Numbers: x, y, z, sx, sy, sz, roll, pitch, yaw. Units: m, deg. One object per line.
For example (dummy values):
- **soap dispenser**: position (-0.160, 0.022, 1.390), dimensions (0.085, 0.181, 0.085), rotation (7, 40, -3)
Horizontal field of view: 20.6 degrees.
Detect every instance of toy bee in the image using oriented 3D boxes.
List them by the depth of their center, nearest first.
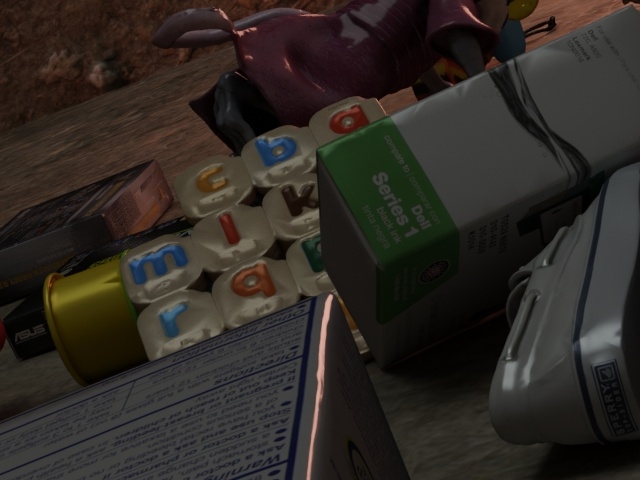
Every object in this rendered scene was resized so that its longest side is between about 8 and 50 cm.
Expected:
- **toy bee**: position (0.152, -0.262, 1.995), dimensions (0.195, 0.162, 0.298), rotation (-22, 12, 11)

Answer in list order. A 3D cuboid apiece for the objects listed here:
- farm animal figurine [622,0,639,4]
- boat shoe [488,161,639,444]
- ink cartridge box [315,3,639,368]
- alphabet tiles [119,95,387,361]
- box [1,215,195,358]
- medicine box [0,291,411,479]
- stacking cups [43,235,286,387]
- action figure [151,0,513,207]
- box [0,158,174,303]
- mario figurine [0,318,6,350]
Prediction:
- **farm animal figurine**: position (0.297, -0.171, 0.999), dimensions (0.330, 0.327, 0.172), rotation (144, 147, -67)
- **boat shoe**: position (0.140, 0.029, 0.937), dimensions (0.084, 0.095, 0.258), rotation (-14, 14, 21)
- **ink cartridge box**: position (0.113, -0.031, 1.083), dimensions (0.219, 0.092, 0.160), rotation (-25, -24, -9)
- **alphabet tiles**: position (0.000, 0.000, 1.252), dimensions (0.284, 0.021, 0.278), rotation (-24, 38, -2)
- **box**: position (-0.172, 0.031, 1.607), dimensions (0.190, 0.045, 0.184), rotation (-19, 11, 20)
- **medicine box**: position (-0.092, 0.164, 0.652), dimensions (0.263, 0.149, 0.289), rotation (-22, 13, 7)
- **stacking cups**: position (-0.050, 0.016, 1.332), dimensions (0.316, 0.096, 0.096), rotation (-21, 12, 10)
- **action figure**: position (0.044, -0.189, 1.680), dimensions (0.370, 0.276, 0.248), rotation (-41, 11, -15)
- **box**: position (-0.276, -0.007, 1.929), dimensions (0.183, 0.056, 0.231), rotation (-19, 13, 14)
- **mario figurine**: position (-0.373, 0.149, 1.391), dimensions (0.320, 0.170, 0.198), rotation (-30, 46, 19)
